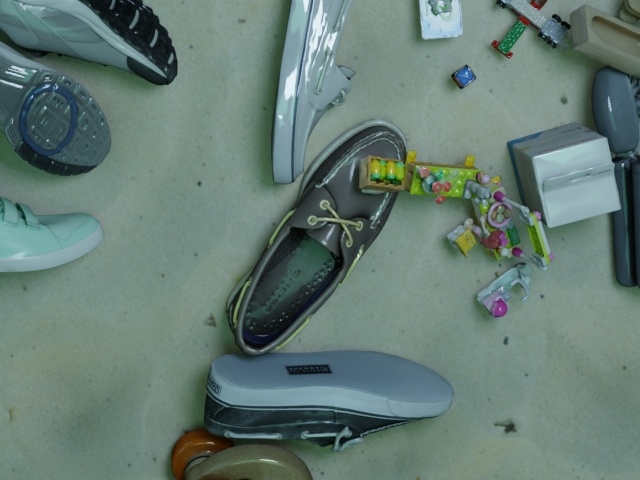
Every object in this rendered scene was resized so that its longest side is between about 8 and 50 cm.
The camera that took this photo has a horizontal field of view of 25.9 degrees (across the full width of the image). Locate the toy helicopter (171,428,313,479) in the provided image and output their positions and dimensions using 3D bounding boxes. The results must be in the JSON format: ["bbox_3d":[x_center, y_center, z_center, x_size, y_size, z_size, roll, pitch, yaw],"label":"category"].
[{"bbox_3d":[-0.079,0.411,1.752,0.235,0.140,0.355,4,116,-7],"label":"toy helicopter"}]

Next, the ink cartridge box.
[{"bbox_3d":[0.289,-0.077,1.644,0.092,0.143,0.090,-16,104,-1],"label":"ink cartridge box"}]

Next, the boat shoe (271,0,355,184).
[{"bbox_3d":[-0.004,-0.193,1.620,0.088,0.096,0.267,9,94,-2],"label":"boat shoe"}]

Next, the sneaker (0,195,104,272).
[{"bbox_3d":[-0.367,-0.045,1.585,0.256,0.094,0.151,-7,108,-29],"label":"sneaker"}]

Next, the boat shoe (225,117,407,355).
[{"bbox_3d":[0.000,0.000,1.661,0.117,0.097,0.324,36,98,-12],"label":"boat shoe"}]

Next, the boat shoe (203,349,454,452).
[{"bbox_3d":[0.010,0.206,1.701,0.306,0.113,0.105,1,118,-19],"label":"boat shoe"}]

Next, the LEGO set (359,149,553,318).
[{"bbox_3d":[0.179,-0.027,1.629,0.132,0.107,0.287,-49,121,-3],"label":"LEGO set"}]

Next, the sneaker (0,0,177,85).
[{"bbox_3d":[-0.287,-0.249,1.587,0.272,0.100,0.108,27,122,-13],"label":"sneaker"}]

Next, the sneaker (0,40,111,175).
[{"bbox_3d":[-0.361,-0.183,1.582,0.297,0.129,0.111,38,95,-31],"label":"sneaker"}]

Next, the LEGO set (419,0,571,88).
[{"bbox_3d":[0.199,-0.304,1.641,0.182,0.060,0.244,-5,92,-4],"label":"LEGO set"}]

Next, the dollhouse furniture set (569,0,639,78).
[{"bbox_3d":[0.353,-0.292,1.569,0.144,0.123,0.151,16,61,-32],"label":"dollhouse furniture set"}]

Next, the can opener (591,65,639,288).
[{"bbox_3d":[0.365,-0.073,1.678,0.095,0.076,0.283,-13,104,-29],"label":"can opener"}]
